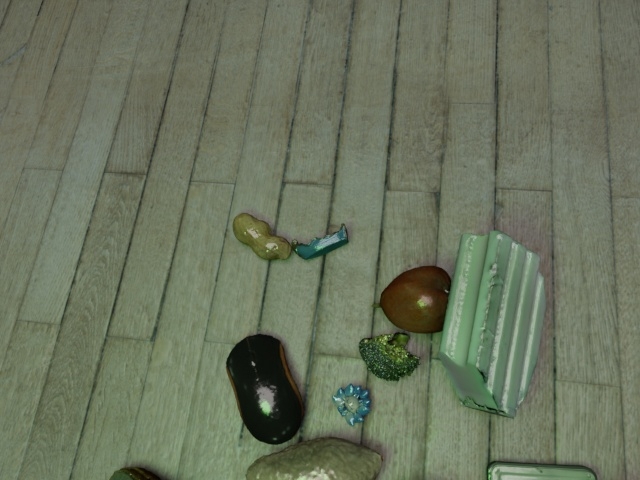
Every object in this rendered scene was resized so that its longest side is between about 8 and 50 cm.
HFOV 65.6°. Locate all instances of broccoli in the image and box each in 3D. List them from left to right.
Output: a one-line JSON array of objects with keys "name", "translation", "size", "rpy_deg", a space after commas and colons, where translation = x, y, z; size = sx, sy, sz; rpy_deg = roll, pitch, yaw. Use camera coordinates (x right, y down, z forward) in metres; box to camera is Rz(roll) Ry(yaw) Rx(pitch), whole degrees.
[{"name": "broccoli", "translation": [0.199, 0.320, 1.423], "size": [0.154, 0.167, 0.160], "rpy_deg": [48, 52, -12]}]

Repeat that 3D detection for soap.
[{"name": "soap", "translation": [0.461, 0.225, 1.326], "size": [0.156, 0.261, 0.446], "rpy_deg": [-7, 63, 52]}]

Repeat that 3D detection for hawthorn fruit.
[{"name": "hawthorn fruit", "translation": [0.263, 0.172, 1.433], "size": [0.251, 0.199, 0.199], "rpy_deg": [-7, 70, 26]}]

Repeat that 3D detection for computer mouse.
[{"name": "computer mouse", "translation": [-0.162, 0.425, 1.442], "size": [0.183, 0.116, 0.323], "rpy_deg": [-23, 69, -4]}]

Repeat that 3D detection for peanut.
[{"name": "peanut", "translation": [-0.193, -0.007, 1.605], "size": [0.228, 0.086, 0.104], "rpy_deg": [38, 79, 17]}]

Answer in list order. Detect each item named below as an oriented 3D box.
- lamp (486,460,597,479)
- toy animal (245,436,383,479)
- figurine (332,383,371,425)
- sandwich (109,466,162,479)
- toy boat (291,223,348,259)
[{"name": "lamp", "translation": [0.569, 0.711, 1.264], "size": [0.269, 0.047, 0.267], "rpy_deg": [-1, 75, 8]}, {"name": "toy animal", "translation": [-0.002, 0.643, 1.304], "size": [0.358, 0.188, 0.226], "rpy_deg": [-15, 81, 3]}, {"name": "figurine", "translation": [0.098, 0.456, 1.407], "size": [0.114, 0.079, 0.114], "rpy_deg": [-5, 66, 12]}, {"name": "sandwich", "translation": [-0.514, 0.790, 1.343], "size": [0.271, 0.099, 0.301], "rpy_deg": [8, 73, 33]}, {"name": "toy boat", "translation": [0.000, 0.000, 1.576], "size": [0.185, 0.075, 0.077], "rpy_deg": [-25, 72, 5]}]
